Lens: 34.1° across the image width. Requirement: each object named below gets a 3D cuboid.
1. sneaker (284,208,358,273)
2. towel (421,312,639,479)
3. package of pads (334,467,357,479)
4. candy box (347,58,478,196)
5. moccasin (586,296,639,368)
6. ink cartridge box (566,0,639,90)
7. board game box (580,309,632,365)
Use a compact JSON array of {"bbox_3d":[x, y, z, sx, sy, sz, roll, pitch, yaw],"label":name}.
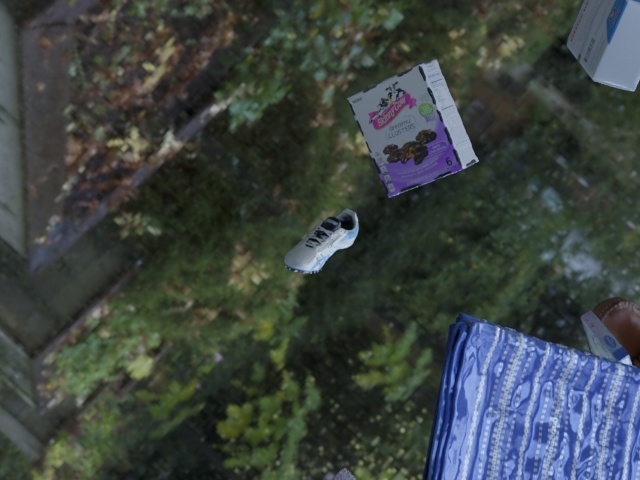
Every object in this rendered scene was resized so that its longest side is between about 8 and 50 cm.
[{"bbox_3d":[0.000,0.000,2.198,0.237,0.085,0.086,-36,139,-49],"label":"sneaker"},{"bbox_3d":[0.264,0.234,1.149,0.040,0.336,0.243,-12,-117,64],"label":"towel"},{"bbox_3d":[0.058,0.433,1.777,0.032,0.083,0.050,-33,148,-26],"label":"package of pads"},{"bbox_3d":[0.161,-0.197,1.839,0.165,0.196,0.070,-21,-175,37],"label":"candy box"},{"bbox_3d":[0.566,0.261,1.711,0.139,0.380,0.147,-28,-175,-7],"label":"moccasin"},{"bbox_3d":[0.492,-0.352,1.744,0.190,0.082,0.139,-88,-165,-63],"label":"ink cartridge box"},{"bbox_3d":[0.390,0.151,1.406,0.020,0.090,0.090,-32,136,-1],"label":"board game box"}]
